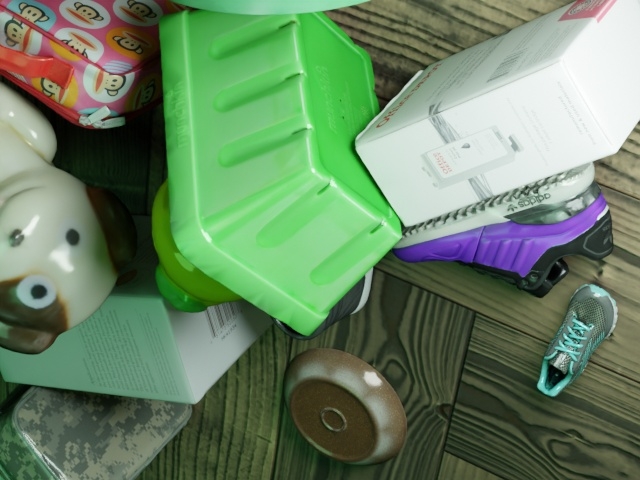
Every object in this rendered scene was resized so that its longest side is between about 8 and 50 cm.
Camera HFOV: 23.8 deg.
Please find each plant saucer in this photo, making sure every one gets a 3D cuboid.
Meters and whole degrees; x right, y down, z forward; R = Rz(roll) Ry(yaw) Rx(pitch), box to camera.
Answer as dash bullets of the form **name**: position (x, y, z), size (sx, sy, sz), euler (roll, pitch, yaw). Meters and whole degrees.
- **plant saucer**: position (0.025, 0.243, 2.124), size (0.198, 0.036, 0.199), euler (17, 127, 24)

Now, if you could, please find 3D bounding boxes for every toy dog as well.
- **toy dog**: position (-0.425, -0.033, 1.899), size (0.408, 0.284, 0.395), euler (37, 160, 36)

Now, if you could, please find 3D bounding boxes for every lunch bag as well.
- **lunch bag**: position (-0.317, -0.261, 1.860), size (0.293, 0.258, 0.120), euler (33, 127, 13)
- **lunch bag**: position (-0.384, 0.299, 2.249), size (0.212, 0.305, 0.256), euler (48, 132, -5)

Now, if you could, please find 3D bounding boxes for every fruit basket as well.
- **fruit basket**: position (-0.103, -0.061, 1.764), size (0.392, 0.392, 0.283), euler (-10, 147, 38)

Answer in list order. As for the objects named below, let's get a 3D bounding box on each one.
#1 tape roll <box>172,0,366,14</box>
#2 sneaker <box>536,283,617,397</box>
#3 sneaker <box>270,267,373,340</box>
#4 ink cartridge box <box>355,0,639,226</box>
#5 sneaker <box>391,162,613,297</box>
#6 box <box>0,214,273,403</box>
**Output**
- **tape roll**: position (-0.042, -0.335, 1.585), size (0.321, 0.321, 0.077), euler (15, 127, 25)
- **sneaker**: position (0.307, 0.127, 1.831), size (0.065, 0.076, 0.166), euler (27, 131, 15)
- **sneaker**: position (0.000, 0.000, 1.902), size (0.104, 0.147, 0.296), euler (18, 127, 25)
- **ink cartridge box**: position (0.207, -0.145, 1.625), size (0.283, 0.207, 0.117), euler (-20, 109, 41)
- **sneaker**: position (0.216, 0.009, 1.794), size (0.293, 0.102, 0.146), euler (-16, 110, 39)
- **box**: position (-0.273, 0.086, 2.092), size (0.345, 0.215, 0.168), euler (3, 121, 33)
